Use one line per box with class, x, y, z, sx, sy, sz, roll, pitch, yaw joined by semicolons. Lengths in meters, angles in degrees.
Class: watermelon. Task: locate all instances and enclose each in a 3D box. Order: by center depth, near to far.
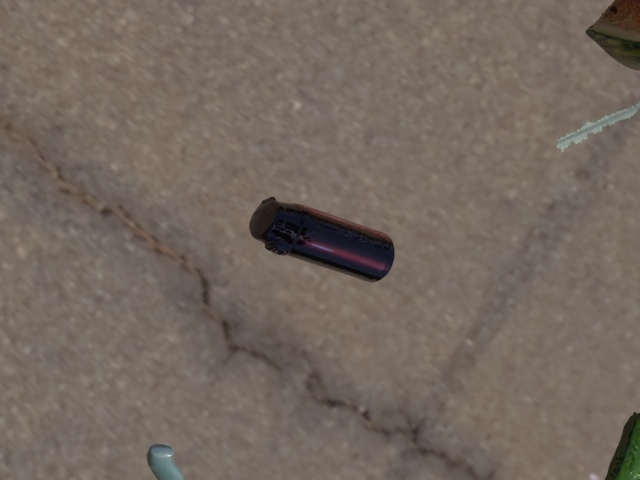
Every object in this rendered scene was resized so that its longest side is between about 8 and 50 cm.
watermelon;0.308;-0.187;1.330;0.163;0.069;0.087;-42;114;-13

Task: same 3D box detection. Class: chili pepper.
chili pepper;0.362;0.397;2.133;0.085;0.076;0.359;29;85;-23

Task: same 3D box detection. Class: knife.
knife;-0.127;0.233;1.487;0.028;0.015;0.210;-15;149;1

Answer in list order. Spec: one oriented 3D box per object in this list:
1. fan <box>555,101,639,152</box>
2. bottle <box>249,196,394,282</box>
fan;0.378;-0.158;1.670;0.329;0.009;0.190;-23;110;-19
bottle;0.000;0.000;1.667;0.164;0.060;0.060;19;102;-38
